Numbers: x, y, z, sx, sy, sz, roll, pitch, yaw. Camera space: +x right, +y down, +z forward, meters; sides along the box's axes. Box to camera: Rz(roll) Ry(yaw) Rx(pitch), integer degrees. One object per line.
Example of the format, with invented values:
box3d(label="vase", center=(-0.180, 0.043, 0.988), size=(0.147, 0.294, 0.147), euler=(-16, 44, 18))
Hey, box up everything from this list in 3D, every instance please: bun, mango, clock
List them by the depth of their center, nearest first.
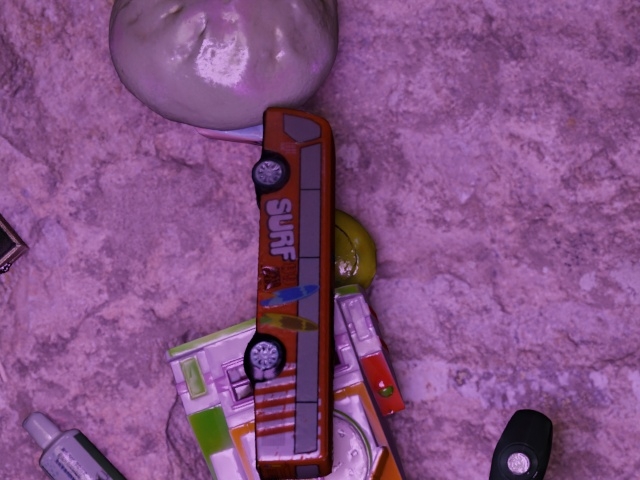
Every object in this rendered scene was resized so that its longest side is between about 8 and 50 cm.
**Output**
box3d(label="clock", center=(-0.010, 0.234, 1.771), size=(0.235, 0.166, 0.310), euler=(-21, 78, 5))
box3d(label="bun", center=(-0.114, -0.268, 1.807), size=(0.283, 0.179, 0.283), euler=(-2, 58, 3))
box3d(label="mango", center=(0.000, 0.000, 1.850), size=(0.091, 0.074, 0.165), euler=(-45, 67, -5))

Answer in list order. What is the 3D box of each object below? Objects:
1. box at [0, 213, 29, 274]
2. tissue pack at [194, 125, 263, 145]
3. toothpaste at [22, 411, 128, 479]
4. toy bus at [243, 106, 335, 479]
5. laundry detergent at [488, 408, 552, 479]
box3d(label="box", center=(-0.409, 0.007, 1.919), size=(0.079, 0.035, 0.083), euler=(-42, 79, 1))
box3d(label="tissue pack", center=(-0.099, -0.146, 1.877), size=(0.094, 0.074, 0.059), euler=(9, 85, 11))
box3d(label="toothpaste", center=(-0.208, 0.344, 1.844), size=(0.099, 0.061, 0.392), euler=(-45, 83, 0))
box3d(label="toy bus", center=(-0.031, 0.053, 1.700), size=(0.092, 0.093, 0.409), euler=(-1, 68, 5))
box3d(label="laundry detergent", center=(0.215, 0.251, 1.720), size=(0.063, 0.211, 0.137), euler=(20, 87, 9))
